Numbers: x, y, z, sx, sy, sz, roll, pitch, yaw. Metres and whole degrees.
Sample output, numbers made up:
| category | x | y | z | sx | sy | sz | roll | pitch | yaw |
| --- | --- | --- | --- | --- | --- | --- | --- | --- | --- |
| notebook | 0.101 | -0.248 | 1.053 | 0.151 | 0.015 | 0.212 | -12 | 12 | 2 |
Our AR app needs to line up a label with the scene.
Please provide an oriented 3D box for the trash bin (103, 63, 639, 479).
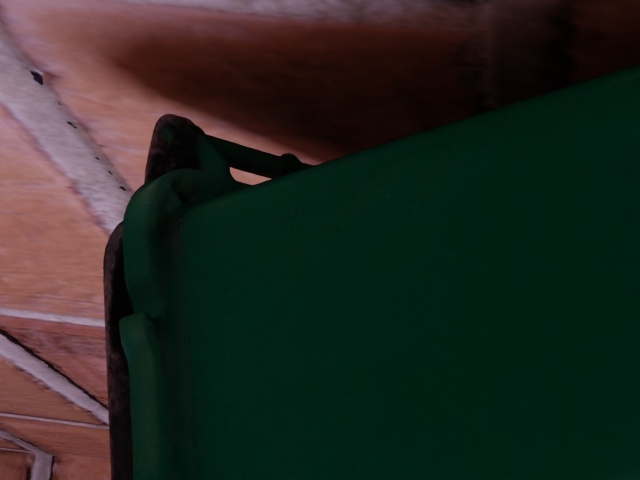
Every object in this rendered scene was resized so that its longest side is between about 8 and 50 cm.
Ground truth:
| category | x | y | z | sx | sy | sz | roll | pitch | yaw |
| --- | --- | --- | --- | --- | --- | --- | --- | --- | --- |
| trash bin | 0.098 | 0.048 | 0.802 | 0.381 | 0.295 | 0.259 | -22 | 155 | 40 |
